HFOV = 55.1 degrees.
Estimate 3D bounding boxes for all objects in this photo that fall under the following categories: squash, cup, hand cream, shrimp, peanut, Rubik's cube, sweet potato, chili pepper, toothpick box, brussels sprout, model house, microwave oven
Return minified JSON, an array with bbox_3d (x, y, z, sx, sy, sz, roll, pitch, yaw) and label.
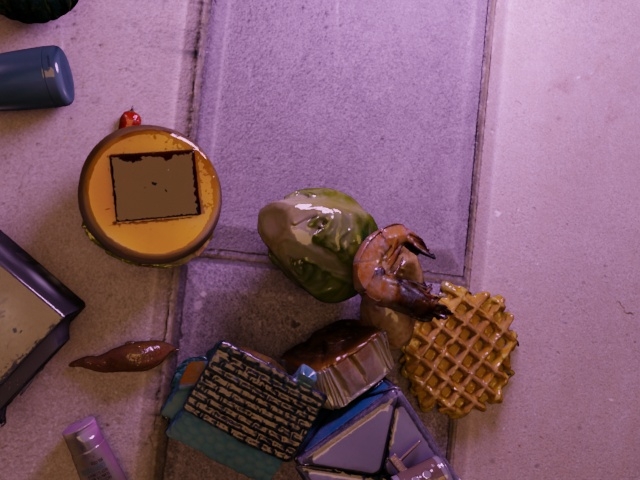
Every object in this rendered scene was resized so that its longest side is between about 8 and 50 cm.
[{"bbox_3d":[-0.580,-0.531,1.205,0.218,0.172,0.218,0,88,-13],"label":"squash"},{"bbox_3d":[0.183,0.438,1.135,0.099,0.102,0.074,-23,132,-9],"label":"cup"},{"bbox_3d":[-0.440,0.521,1.266,0.111,0.070,0.313,-24,97,-13],"label":"hand cream"},{"bbox_3d":[0.174,0.065,1.256,0.289,0.075,0.178,22,76,-29],"label":"shrimp"},{"bbox_3d":[0.160,0.116,1.355,0.137,0.122,0.253,21,81,-42],"label":"peanut"},{"bbox_3d":[0.092,0.444,1.272,0.260,0.259,0.255,-35,94,-11],"label":"Rubik's cube"},{"bbox_3d":[-0.411,0.245,1.277,0.225,0.068,0.068,-8,90,-10],"label":"sweet potato"},{"bbox_3d":[-0.413,-0.201,1.304,0.045,0.027,0.178,10,90,-11],"label":"chili pepper"},{"bbox_3d":[-0.599,-0.318,1.225,0.184,0.120,0.121,-10,91,-8],"label":"toothpick box"},{"bbox_3d":[0.000,0.000,1.273,0.271,0.210,0.220,25,100,-40],"label":"brussels sprout"},{"bbox_3d":[-0.141,0.280,1.195,0.261,0.226,0.241,30,121,-9],"label":"model house"},{"bbox_3d":[-0.709,0.197,1.133,0.374,0.236,0.432,43,82,-7],"label":"microwave oven"}]

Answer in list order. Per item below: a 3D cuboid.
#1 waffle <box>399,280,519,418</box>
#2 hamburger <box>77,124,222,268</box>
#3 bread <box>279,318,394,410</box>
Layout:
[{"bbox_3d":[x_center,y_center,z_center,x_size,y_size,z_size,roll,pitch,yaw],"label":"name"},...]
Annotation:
[{"bbox_3d":[0.328,0.261,1.420,0.328,0.062,0.330,0,88,-11],"label":"waffle"},{"bbox_3d":[-0.342,-0.086,1.237,0.299,0.176,0.301,0,90,-16],"label":"hamburger"},{"bbox_3d":[0.032,0.246,1.286,0.192,0.209,0.110,-28,103,-21],"label":"bread"}]
